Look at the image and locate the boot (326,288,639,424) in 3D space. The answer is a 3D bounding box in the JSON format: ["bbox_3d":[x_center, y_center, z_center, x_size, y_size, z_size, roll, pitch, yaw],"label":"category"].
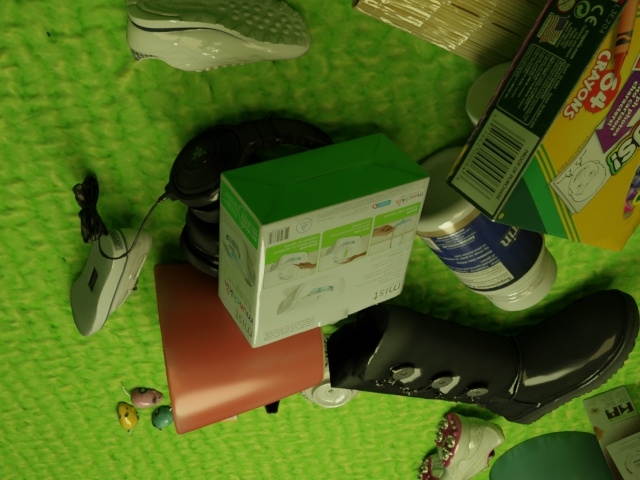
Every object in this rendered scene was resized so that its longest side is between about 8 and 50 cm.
[{"bbox_3d":[0.280,0.174,1.316,0.445,0.146,0.367,19,127,-21],"label":"boot"}]

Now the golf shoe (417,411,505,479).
[{"bbox_3d":[0.302,0.495,1.622,0.140,0.115,0.306,4,131,-13],"label":"golf shoe"}]

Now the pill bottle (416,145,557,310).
[{"bbox_3d":[0.253,-0.010,1.157,0.153,0.153,0.264,-32,127,20],"label":"pill bottle"}]

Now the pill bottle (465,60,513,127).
[{"bbox_3d":[0.288,-0.153,1.059,0.112,0.112,0.187,-27,139,17],"label":"pill bottle"}]

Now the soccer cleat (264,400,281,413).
[{"bbox_3d":[-0.089,0.253,1.399,0.060,0.072,0.179,-3,130,-4],"label":"soccer cleat"}]

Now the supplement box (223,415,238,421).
[{"bbox_3d":[-0.181,0.294,1.433,0.036,0.062,0.098,-4,130,0],"label":"supplement box"}]

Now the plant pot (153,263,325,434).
[{"bbox_3d":[-0.131,0.157,1.210,0.243,0.275,0.275,-8,131,-12],"label":"plant pot"}]

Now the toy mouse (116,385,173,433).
[{"bbox_3d":[-0.334,0.337,1.474,0.143,0.031,0.161,-8,131,2],"label":"toy mouse"}]

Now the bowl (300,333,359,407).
[{"bbox_3d":[0.019,0.263,1.415,0.170,0.080,0.170,-2,131,-3],"label":"bowl"}]

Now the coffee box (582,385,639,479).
[{"bbox_3d":[0.636,0.444,1.520,0.098,0.246,0.141,-25,128,15],"label":"coffee box"}]

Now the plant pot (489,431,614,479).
[{"bbox_3d":[0.550,0.608,1.660,0.293,0.235,0.293,-3,130,-4],"label":"plant pot"}]

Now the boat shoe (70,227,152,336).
[{"bbox_3d":[-0.337,0.072,1.211,0.084,0.095,0.258,-12,155,-39],"label":"boat shoe"}]

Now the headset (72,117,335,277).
[{"bbox_3d":[-0.157,-0.068,1.107,0.394,0.185,0.243,-14,136,-14],"label":"headset"}]

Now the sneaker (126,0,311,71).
[{"bbox_3d":[-0.130,-0.262,0.961,0.235,0.090,0.095,7,142,-7],"label":"sneaker"}]

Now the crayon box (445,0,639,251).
[{"bbox_3d":[0.371,-0.176,0.940,0.313,0.106,0.363,10,117,-40],"label":"crayon box"}]

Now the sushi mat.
[{"bbox_3d":[0.210,-0.290,0.969,0.316,0.019,0.151,18,148,-19],"label":"sushi mat"}]

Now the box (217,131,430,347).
[{"bbox_3d":[0.000,0.000,1.051,0.262,0.127,0.231,-18,138,-26],"label":"box"}]
